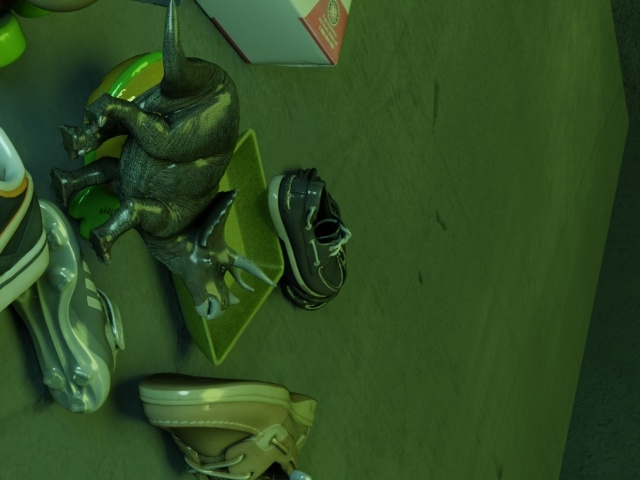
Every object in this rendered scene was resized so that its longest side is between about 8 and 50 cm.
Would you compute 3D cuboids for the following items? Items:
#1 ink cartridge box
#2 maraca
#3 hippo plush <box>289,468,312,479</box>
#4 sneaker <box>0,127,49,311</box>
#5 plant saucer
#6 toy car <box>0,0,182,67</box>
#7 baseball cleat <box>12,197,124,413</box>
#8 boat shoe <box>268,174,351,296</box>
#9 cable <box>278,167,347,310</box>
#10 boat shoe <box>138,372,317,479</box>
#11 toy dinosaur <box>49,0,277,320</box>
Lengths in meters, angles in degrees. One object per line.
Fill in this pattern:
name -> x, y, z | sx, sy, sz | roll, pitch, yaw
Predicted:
ink cartridge box -> -0.036, -0.359, 1.367 | 0.207, 0.117, 0.283 | 46, 52, -60
maraca -> -0.167, -0.085, 1.139 | 0.127, 0.099, 0.185 | -1, 119, -56
hippo plush -> -0.010, 0.401, 1.387 | 0.294, 0.236, 0.234 | 8, 124, -31
sneaker -> -0.287, 0.029, 0.838 | 0.321, 0.126, 0.127 | -69, 158, -57
plant saucer -> -0.109, 0.004, 1.342 | 0.188, 0.045, 0.188 | -56, 142, -49
toy car -> -0.192, -0.221, 0.934 | 0.149, 0.188, 0.155 | -63, 148, -42
baseball cleat -> -0.220, 0.045, 1.085 | 0.109, 0.072, 0.206 | -76, 162, -63
boat shoe -> 0.000, 0.000, 1.459 | 0.206, 0.065, 0.075 | 64, 30, -49
cable -> -0.013, 0.000, 1.577 | 0.184, 0.047, 0.150 | 61, 34, -45
boat shoe -> -0.087, 0.204, 1.326 | 0.341, 0.122, 0.110 | 30, 65, -66
toy dinosaur -> -0.125, -0.077, 1.039 | 0.160, 0.121, 0.313 | -19, 132, -32
